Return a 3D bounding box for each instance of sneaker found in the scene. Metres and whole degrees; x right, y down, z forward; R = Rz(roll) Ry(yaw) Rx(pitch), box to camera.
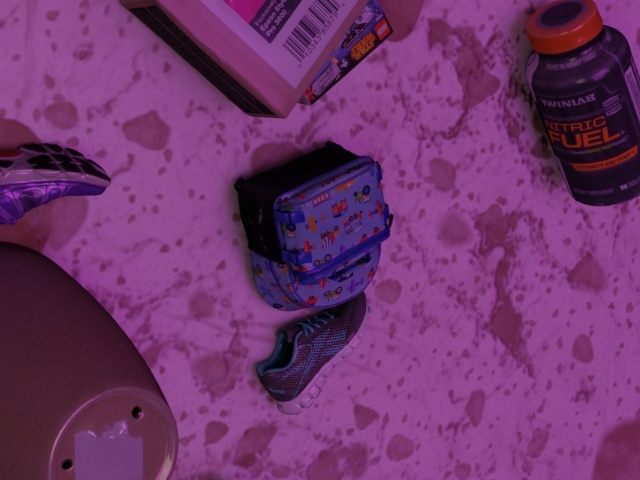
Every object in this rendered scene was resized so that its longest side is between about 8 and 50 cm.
[{"bbox_3d":[-0.009,0.113,1.679,0.076,0.065,0.166,45,72,-33],"label":"sneaker"},{"bbox_3d":[-0.285,-0.050,1.427,0.170,0.068,0.071,-5,121,-28],"label":"sneaker"}]

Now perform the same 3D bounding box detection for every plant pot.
[{"bbox_3d":[-0.254,0.156,1.359,0.256,0.274,0.256,-12,110,-35],"label":"plant pot"}]

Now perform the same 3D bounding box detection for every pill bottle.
[{"bbox_3d":[0.328,-0.172,1.819,0.130,0.130,0.246,-41,123,-23],"label":"pill bottle"}]

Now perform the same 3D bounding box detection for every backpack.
[{"bbox_3d":[0.000,0.000,1.619,0.158,0.117,0.173,-24,119,-30],"label":"backpack"}]

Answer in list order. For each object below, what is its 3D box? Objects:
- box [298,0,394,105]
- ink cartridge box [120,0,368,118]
[{"bbox_3d":[0.009,-0.224,1.619,0.137,0.027,0.094,-43,123,-21],"label":"box"},{"bbox_3d":[-0.054,-0.270,1.500,0.193,0.088,0.235,40,77,-29],"label":"ink cartridge box"}]
